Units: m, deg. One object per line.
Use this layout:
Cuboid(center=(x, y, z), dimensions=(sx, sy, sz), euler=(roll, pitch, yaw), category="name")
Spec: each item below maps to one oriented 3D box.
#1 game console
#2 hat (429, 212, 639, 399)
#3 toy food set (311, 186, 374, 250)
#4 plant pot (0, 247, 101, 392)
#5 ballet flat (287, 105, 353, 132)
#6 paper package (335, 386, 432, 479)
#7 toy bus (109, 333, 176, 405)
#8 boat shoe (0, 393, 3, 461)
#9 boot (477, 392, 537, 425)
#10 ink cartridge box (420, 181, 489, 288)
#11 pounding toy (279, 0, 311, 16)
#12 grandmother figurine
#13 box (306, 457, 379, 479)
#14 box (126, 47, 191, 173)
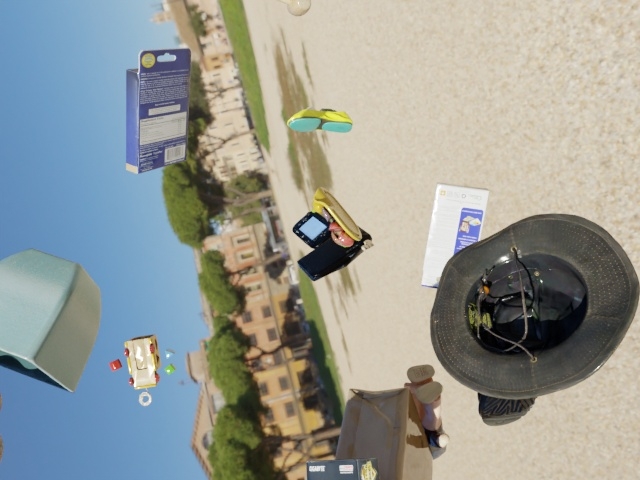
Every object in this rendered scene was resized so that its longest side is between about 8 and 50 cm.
Cuboid(center=(0.000, 0.000, 1.830), dimensions=(0.044, 0.213, 0.361), euler=(62, 169, -29), category="game console")
Cuboid(center=(0.353, 0.123, 0.973), dimensions=(0.134, 0.331, 0.331), euler=(38, -156, -41), category="hat")
Cuboid(center=(0.043, -0.039, 1.593), dimensions=(0.218, 0.071, 0.128), euler=(51, -163, -2), category="toy food set")
Cuboid(center=(-0.654, 0.168, 1.377), dimensions=(0.247, 0.247, 0.252), euler=(88, -158, -60), category="plant pot")
Cuboid(center=(-0.005, -0.382, 1.853), dimensions=(0.077, 0.231, 0.077), euler=(-46, 52, 52), category="ballet flat")
Cuboid(center=(0.167, 0.579, 1.482), dimensions=(0.309, 0.168, 0.324), euler=(-75, -31, -48), category="paper package")
Cuboid(center=(-0.589, 0.416, 2.005), dimensions=(0.191, 0.202, 0.104), euler=(37, -178, 1), category="toy bus")
Cuboid(center=(-0.778, 0.437, 1.277), dimensions=(0.132, 0.130, 0.355), euler=(52, 178, -30), category="boat shoe")
Cuboid(center=(0.433, 0.252, 1.451), dimensions=(0.260, 0.131, 0.347), euler=(-100, 11, -58), category="boot")
Cuboid(center=(0.462, -0.009, 2.055), dimensions=(0.069, 0.176, 0.370), euler=(-50, -32, -76), category="ink cartridge box")
Cuboid(center=(-0.073, -0.480, 0.937), dimensions=(0.154, 0.155, 0.269), euler=(26, 153, 55), category="pounding toy")
Cuboid(center=(0.297, 0.490, 1.649), dimensions=(0.207, 0.104, 0.342), euler=(-97, -5, -53), category="grandmother figurine")
Cuboid(center=(0.045, 0.527, 1.176), dimensions=(0.220, 0.051, 0.175), euler=(-34, 54, 56), category="box")
Cuboid(center=(-0.303, -0.248, 1.114), dimensions=(0.136, 0.037, 0.225), euler=(-30, -44, -54), category="box")
